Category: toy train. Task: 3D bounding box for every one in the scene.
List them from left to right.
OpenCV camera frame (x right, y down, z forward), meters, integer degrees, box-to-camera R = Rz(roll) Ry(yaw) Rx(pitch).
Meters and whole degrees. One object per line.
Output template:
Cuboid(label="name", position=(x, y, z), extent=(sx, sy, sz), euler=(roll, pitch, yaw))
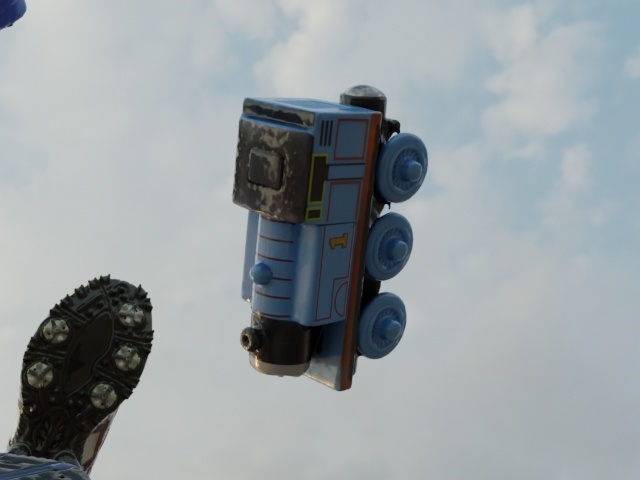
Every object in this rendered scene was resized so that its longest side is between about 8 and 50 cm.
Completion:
Cuboid(label="toy train", position=(0.000, 0.000, 0.597), extent=(0.105, 0.080, 0.184), euler=(-6, -72, -43))

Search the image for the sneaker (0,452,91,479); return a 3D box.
Cuboid(label="sneaker", position=(-0.207, 0.139, 0.466), extent=(0.211, 0.080, 0.081), euler=(6, -81, 14))

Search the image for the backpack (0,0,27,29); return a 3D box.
Cuboid(label="backpack", position=(-0.352, -0.250, 0.977), extent=(0.098, 0.120, 0.101), euler=(-42, -27, -23))

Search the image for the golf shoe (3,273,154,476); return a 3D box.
Cuboid(label="golf shoe", position=(-0.241, 0.161, 0.947), extent=(0.105, 0.272, 0.120), euler=(24, -20, -9))
